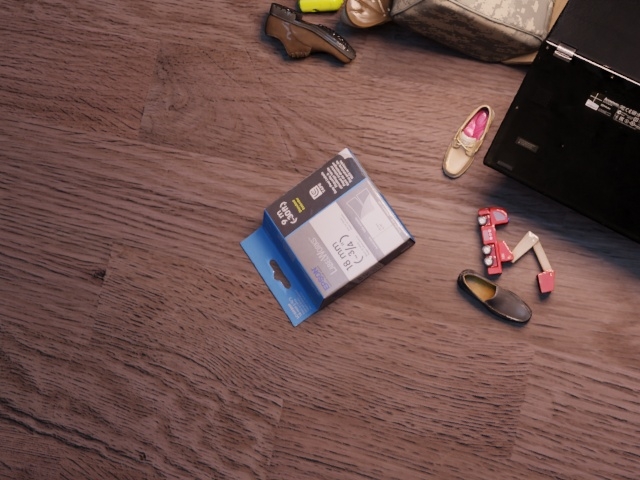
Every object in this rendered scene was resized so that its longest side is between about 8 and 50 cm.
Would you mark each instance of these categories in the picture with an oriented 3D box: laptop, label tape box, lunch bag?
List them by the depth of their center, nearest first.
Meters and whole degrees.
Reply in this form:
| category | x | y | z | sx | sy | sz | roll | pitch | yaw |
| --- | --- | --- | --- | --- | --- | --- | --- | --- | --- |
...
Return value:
| category | x | y | z | sx | sy | sz | roll | pitch | yaw |
| --- | --- | --- | --- | --- | --- | --- | --- | --- | --- |
| laptop | 0.577 | -0.258 | 1.346 | 0.382 | 0.236 | 0.408 | 30 | 125 | 13 |
| lunch bag | 0.316 | -0.526 | 1.464 | 0.305 | 0.212 | 0.256 | 14 | 87 | -24 |
| label tape box | 0.000 | 0.000 | 1.598 | 0.333 | 0.106 | 0.241 | -36 | 78 | 8 |

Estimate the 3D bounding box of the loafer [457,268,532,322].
| category | x | y | z | sx | sy | sz | roll | pitch | yaw |
| --- | --- | --- | --- | --- | --- | --- | --- | --- | --- |
| loafer | 0.358 | 0.118 | 1.525 | 0.170 | 0.061 | 0.062 | 29 | 92 | 13 |

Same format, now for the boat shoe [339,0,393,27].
| category | x | y | z | sx | sy | sz | roll | pitch | yaw |
| --- | --- | --- | --- | --- | --- | --- | --- | --- | --- |
| boat shoe | 0.185 | -0.533 | 1.590 | 0.302 | 0.098 | 0.109 | -24 | 102 | -8 |

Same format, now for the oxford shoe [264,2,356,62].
| category | x | y | z | sx | sy | sz | roll | pitch | yaw |
| --- | --- | --- | --- | --- | --- | --- | --- | --- | --- |
| oxford shoe | -0.024 | -0.444 | 1.659 | 0.227 | 0.083 | 0.096 | 30 | 111 | 15 |

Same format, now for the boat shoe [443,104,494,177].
| category | x | y | z | sx | sy | sz | roll | pitch | yaw |
| --- | --- | --- | --- | --- | --- | --- | --- | --- | --- |
| boat shoe | 0.311 | -0.214 | 1.562 | 0.063 | 0.059 | 0.170 | 28 | 93 | 14 |

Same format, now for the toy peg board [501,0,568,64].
| category | x | y | z | sx | sy | sz | roll | pitch | yaw |
| --- | --- | --- | --- | --- | --- | --- | --- | --- | --- |
| toy peg board | 0.477 | -0.424 | 1.512 | 0.079 | 0.160 | 0.161 | 22 | 92 | -28 |

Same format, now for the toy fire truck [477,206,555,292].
| category | x | y | z | sx | sy | sz | roll | pitch | yaw |
| --- | --- | --- | --- | --- | --- | --- | --- | --- | --- |
| toy fire truck | 0.405 | 0.019 | 1.529 | 0.135 | 0.047 | 0.192 | -9 | 83 | 12 |

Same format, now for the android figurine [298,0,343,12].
| category | x | y | z | sx | sy | sz | roll | pitch | yaw |
| --- | --- | --- | --- | --- | --- | --- | --- | --- | --- |
| android figurine | 0.016 | -0.637 | 1.667 | 0.272 | 0.056 | 0.248 | 4 | 87 | 15 |
